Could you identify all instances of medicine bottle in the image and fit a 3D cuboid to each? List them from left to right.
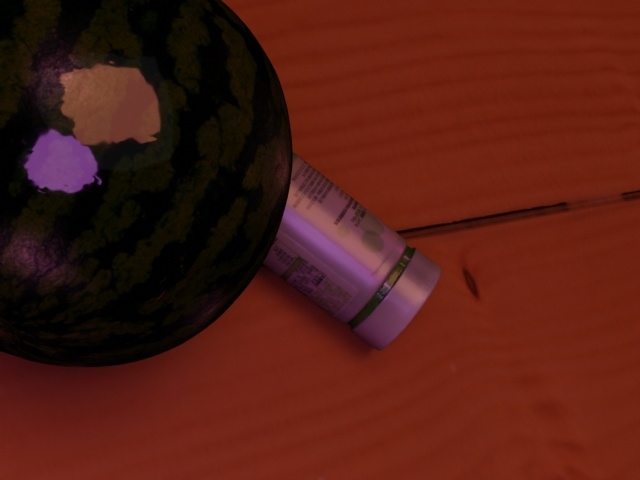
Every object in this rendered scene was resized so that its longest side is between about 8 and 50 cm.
[{"bbox_3d":[0.000,0.000,1.082,0.183,0.086,0.086,38,52,-4],"label":"medicine bottle"}]

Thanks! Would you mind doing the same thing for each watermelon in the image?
[{"bbox_3d":[-0.161,-0.055,0.907,0.285,0.285,0.285,13,57,-21],"label":"watermelon"}]
